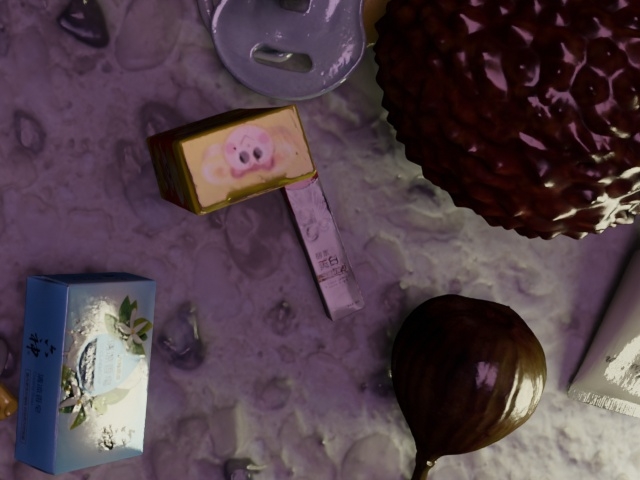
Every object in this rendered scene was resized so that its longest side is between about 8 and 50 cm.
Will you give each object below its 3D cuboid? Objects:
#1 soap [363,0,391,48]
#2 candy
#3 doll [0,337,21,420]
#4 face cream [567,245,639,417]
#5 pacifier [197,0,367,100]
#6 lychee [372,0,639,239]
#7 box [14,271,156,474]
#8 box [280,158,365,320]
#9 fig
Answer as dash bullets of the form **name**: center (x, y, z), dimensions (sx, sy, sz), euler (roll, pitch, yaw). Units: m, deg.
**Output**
- **soap**: center (0.090, -0.315, 1.350), dimensions (0.168, 0.033, 0.089), euler (-21, 99, -14)
- **candy**: center (-0.116, -0.100, 1.182), dimensions (0.146, 0.276, 0.088), euler (-18, 102, -13)
- **doll**: center (-0.465, 0.096, 1.180), dimensions (0.293, 0.138, 0.119), euler (59, 38, -16)
- **face cream**: center (0.485, 0.110, 1.499), dimensions (0.143, 0.089, 0.314), euler (16, 102, -17)
- **pacifier**: center (-0.042, -0.324, 1.214), dimensions (0.238, 0.226, 0.287), euler (16, 90, 1)
- **lychee**: center (0.309, -0.203, 1.226), dimensions (0.500, 0.424, 0.424), euler (20, 90, -7)
- **box**: center (-0.288, 0.158, 1.226), dimensions (0.142, 0.083, 0.232), euler (0, 96, -53)
- **box**: center (0.000, 0.000, 1.352), dimensions (0.055, 0.039, 0.218), euler (-23, 102, -12)
- **fig**: center (0.184, 0.240, 1.368), dimensions (0.217, 0.217, 0.321), euler (7, 112, -18)
